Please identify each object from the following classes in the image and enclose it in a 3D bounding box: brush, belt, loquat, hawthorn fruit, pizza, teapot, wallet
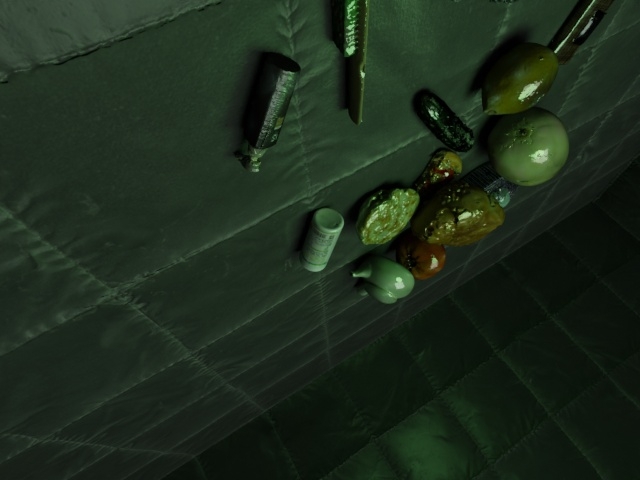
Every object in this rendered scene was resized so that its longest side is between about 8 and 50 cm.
[{"bbox_3d":[0.052,-0.313,0.702,0.048,0.054,0.282,-22,152,-7],"label":"brush"},{"bbox_3d":[0.598,-0.164,1.527,0.324,0.122,0.260,-31,146,-12],"label":"belt"},{"bbox_3d":[0.476,-0.384,0.988,0.195,0.152,0.152,-50,152,10],"label":"loquat"},{"bbox_3d":[0.398,0.040,1.567,0.225,0.196,0.197,-31,158,-44],"label":"hawthorn fruit"},{"bbox_3d":[0.355,-0.186,1.265,0.199,0.062,0.188,-46,150,24],"label":"pizza"},{"bbox_3d":[0.241,0.164,1.558,0.149,0.219,0.318,-59,161,-10],"label":"teapot"},{"bbox_3d":[0.674,-0.560,1.043,0.124,0.042,0.230,-15,145,-31],"label":"wallet"}]

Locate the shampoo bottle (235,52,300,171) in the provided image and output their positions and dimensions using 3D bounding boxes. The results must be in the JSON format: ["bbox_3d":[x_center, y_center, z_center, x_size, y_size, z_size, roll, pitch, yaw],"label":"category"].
[{"bbox_3d":[-0.096,-0.208,0.697,0.057,0.063,0.208,-23,151,-45],"label":"shampoo bottle"}]

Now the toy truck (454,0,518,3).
[{"bbox_3d":[0.249,-0.455,0.649,0.215,0.110,0.117,-18,136,-30],"label":"toy truck"}]

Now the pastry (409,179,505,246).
[{"bbox_3d":[0.434,-0.085,1.308,0.310,0.162,0.255,6,152,-44],"label":"pastry"}]

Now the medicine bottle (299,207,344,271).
[{"bbox_3d":[0.000,0.000,1.123,0.086,0.086,0.184,-19,150,-31],"label":"medicine bottle"}]

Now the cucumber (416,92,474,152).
[{"bbox_3d":[0.318,-0.289,1.032,0.072,0.081,0.303,-17,167,34],"label":"cucumber"}]

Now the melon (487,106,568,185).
[{"bbox_3d":[0.637,-0.285,1.256,0.223,0.223,0.316,-47,151,22],"label":"melon"}]

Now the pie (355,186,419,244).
[{"bbox_3d":[0.201,-0.082,1.226,0.247,0.090,0.201,-2,128,-49],"label":"pie"}]
